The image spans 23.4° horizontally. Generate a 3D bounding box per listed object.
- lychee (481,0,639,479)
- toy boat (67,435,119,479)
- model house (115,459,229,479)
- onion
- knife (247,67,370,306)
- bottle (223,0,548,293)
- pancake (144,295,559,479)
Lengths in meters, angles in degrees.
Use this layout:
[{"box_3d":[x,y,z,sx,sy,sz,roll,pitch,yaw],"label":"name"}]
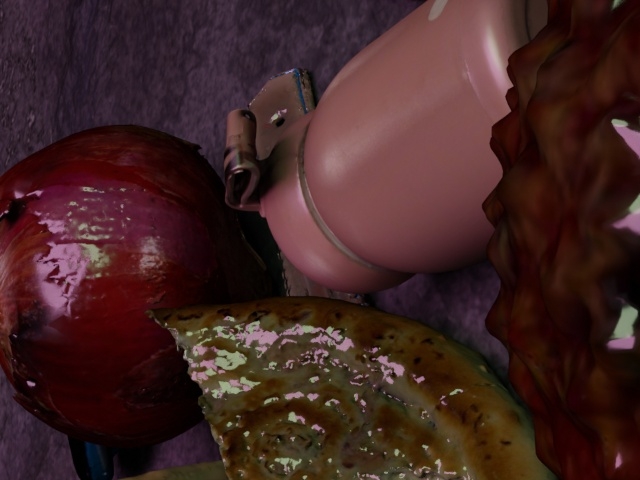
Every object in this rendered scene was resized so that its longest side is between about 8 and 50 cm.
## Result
[{"box_3d":[0.271,0.003,0.566,0.500,0.424,0.425,-122,48,-75],"label":"lychee"},{"box_3d":[-0.209,0.082,1.499,0.134,0.092,0.299,98,161,-74],"label":"toy boat"},{"box_3d":[-0.143,0.384,1.152,0.382,0.334,0.343,-40,62,44],"label":"model house"},{"box_3d":[-0.165,0.038,1.312,0.276,0.276,0.276,-18,68,52],"label":"onion"},{"box_3d":[0.002,0.003,1.264,0.089,0.043,0.365,-24,55,13],"label":"knife"},{"box_3d":[0.072,-0.073,1.038,0.297,0.206,0.173,-29,51,50],"label":"bottle"},{"box_3d":[0.012,0.120,1.083,0.376,0.054,0.197,17,56,34],"label":"pancake"}]
